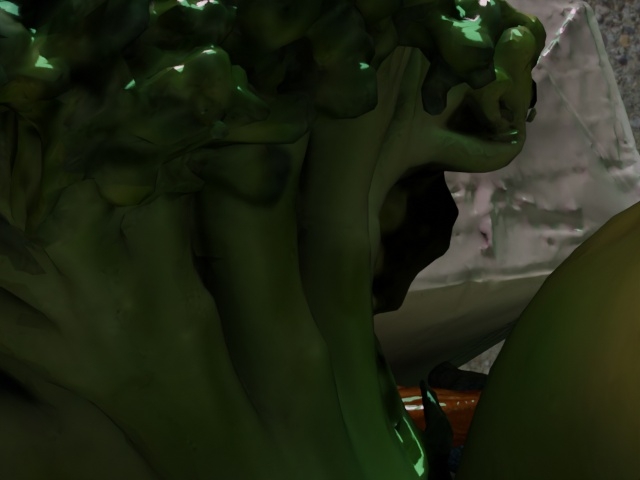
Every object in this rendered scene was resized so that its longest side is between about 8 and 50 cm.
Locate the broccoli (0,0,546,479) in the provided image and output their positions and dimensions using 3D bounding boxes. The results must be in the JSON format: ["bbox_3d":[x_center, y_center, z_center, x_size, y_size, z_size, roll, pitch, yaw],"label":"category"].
[{"bbox_3d":[-0.079,-0.005,0.655,0.324,0.272,0.334,-2,0,23],"label":"broccoli"}]

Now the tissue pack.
[{"bbox_3d":[0.000,0.000,1.275,0.297,0.207,0.380,-8,-16,-26],"label":"tissue pack"}]

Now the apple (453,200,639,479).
[{"bbox_3d":[0.238,0.093,0.557,0.360,0.311,0.320,1,43,-22],"label":"apple"}]

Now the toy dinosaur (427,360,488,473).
[{"bbox_3d":[0.122,0.119,1.191,0.363,0.076,0.147,2,-1,4],"label":"toy dinosaur"}]

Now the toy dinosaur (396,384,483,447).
[{"bbox_3d":[0.010,0.103,1.006,0.432,0.097,0.208,5,-11,12],"label":"toy dinosaur"}]
